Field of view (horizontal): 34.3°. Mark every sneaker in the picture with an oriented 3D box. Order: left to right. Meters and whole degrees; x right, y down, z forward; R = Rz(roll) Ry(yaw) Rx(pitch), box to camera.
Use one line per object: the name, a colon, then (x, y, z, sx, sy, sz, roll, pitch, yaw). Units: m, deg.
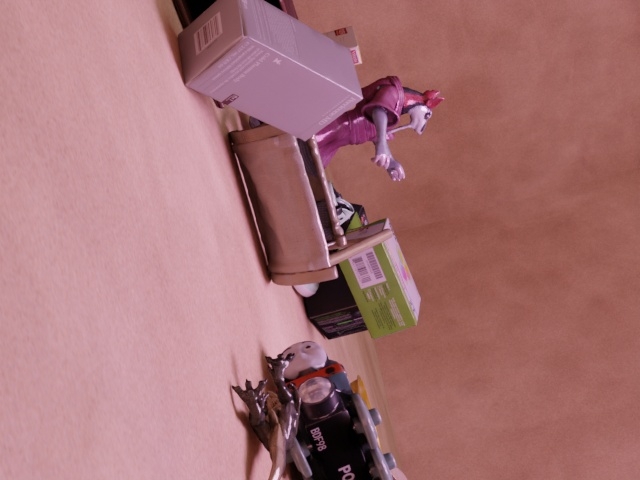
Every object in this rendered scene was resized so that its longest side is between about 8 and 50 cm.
sneaker: (0.000, 0.000, 1.940, 0.094, 0.151, 0.256, -102, 176, -47)

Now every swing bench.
swing bench: (-0.029, -0.079, 1.695, 0.254, 0.165, 0.253, -31, 108, -60)

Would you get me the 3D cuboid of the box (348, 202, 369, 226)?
box: (0.067, 0.068, 2.516, 0.270, 0.060, 0.216, 69, 37, -55)

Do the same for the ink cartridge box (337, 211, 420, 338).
ink cartridge box: (0.123, 0.049, 2.042, 0.255, 0.097, 0.189, -64, 133, -67)

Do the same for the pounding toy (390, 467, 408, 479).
pounding toy: (0.094, 0.534, 1.876, 0.154, 0.155, 0.270, 29, 28, -43)

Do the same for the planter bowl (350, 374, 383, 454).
planter bowl: (0.052, 0.351, 1.804, 0.217, 0.090, 0.217, -16, 90, -86)

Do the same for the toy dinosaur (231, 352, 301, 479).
toy dinosaur: (-0.056, 0.203, 1.194, 0.268, 0.064, 0.118, -73, 155, -75)

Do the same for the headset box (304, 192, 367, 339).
headset box: (0.027, 0.058, 2.204, 0.283, 0.131, 0.246, 58, 17, -71)

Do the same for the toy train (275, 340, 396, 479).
toy train: (0.022, 0.293, 1.444, 0.190, 0.142, 0.334, -120, -172, -55)

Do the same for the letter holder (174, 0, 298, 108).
letter holder: (-0.134, -0.379, 1.563, 0.302, 0.152, 0.214, 71, 8, -45)

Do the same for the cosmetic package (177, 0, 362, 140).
cosmetic package: (-0.067, -0.240, 1.439, 0.238, 0.127, 0.107, 21, 46, -41)

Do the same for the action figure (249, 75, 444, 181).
action figure: (0.050, -0.232, 1.954, 0.248, 0.370, 0.276, 112, -44, -79)

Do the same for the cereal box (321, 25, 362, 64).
cereal box: (-0.033, -0.402, 2.276, 0.173, 0.240, 0.047, -97, 171, -64)
